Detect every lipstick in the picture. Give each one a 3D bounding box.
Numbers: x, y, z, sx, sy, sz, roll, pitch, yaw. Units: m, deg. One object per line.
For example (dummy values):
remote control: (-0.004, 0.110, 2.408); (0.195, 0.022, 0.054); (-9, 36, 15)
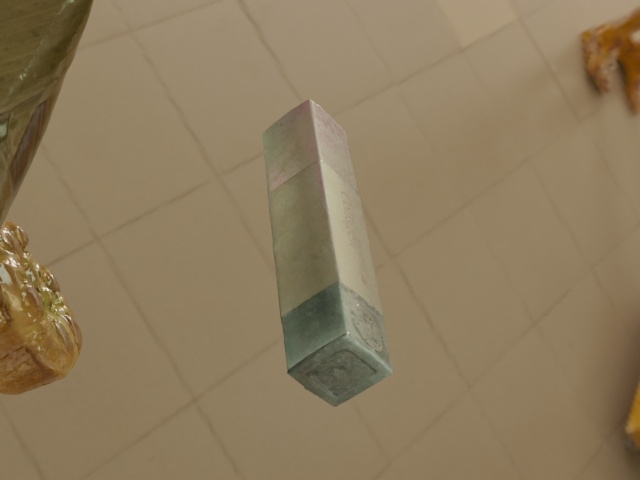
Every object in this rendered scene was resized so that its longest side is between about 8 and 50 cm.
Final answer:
lipstick: (0.000, 0.000, 1.080); (0.066, 0.068, 0.317); (39, 27, -35)

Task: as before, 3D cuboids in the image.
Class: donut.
donut: (-0.376, 0.077, 1.436); (0.114, 0.226, 0.226); (-28, 85, -3)

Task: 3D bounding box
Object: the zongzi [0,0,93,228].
zongzi: (-0.353, 0.013, 0.979); (0.218, 0.467, 0.499); (26, 49, -32)
